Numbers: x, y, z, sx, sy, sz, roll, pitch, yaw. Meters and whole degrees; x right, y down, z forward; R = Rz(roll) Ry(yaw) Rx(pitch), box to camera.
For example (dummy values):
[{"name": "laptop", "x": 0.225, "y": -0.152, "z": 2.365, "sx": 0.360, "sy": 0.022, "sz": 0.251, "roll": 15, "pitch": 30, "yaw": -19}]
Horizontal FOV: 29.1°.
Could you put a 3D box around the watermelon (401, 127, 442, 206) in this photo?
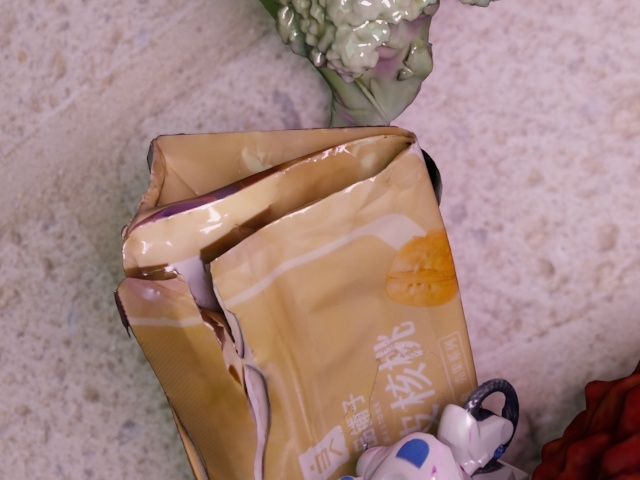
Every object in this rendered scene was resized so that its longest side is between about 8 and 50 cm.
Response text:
[{"name": "watermelon", "x": 0.001, "y": -0.005, "z": 0.900, "sx": 0.245, "sy": 0.063, "sz": 0.119, "roll": -27, "pitch": 115, "yaw": 41}]

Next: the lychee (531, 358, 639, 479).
[{"name": "lychee", "x": 0.305, "y": 0.225, "z": 0.653, "sx": 0.424, "sy": 0.424, "sz": 0.500, "roll": 50, "pitch": 139, "yaw": 9}]

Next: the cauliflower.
[{"name": "cauliflower", "x": 0.034, "y": -0.178, "z": 0.839, "sx": 0.256, "sy": 0.239, "sz": 0.315, "roll": 28, "pitch": 142, "yaw": 30}]

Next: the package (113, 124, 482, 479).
[{"name": "package", "x": -0.019, "y": 0.097, "z": 0.836, "sx": 0.221, "sy": 0.165, "sz": 0.311, "roll": 1, "pitch": 125, "yaw": 24}]

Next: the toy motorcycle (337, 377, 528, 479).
[{"name": "toy motorcycle", "x": 0.080, "y": 0.206, "z": 0.811, "sx": 0.102, "sy": 0.150, "sz": 0.221, "roll": 19, "pitch": 119, "yaw": 43}]
